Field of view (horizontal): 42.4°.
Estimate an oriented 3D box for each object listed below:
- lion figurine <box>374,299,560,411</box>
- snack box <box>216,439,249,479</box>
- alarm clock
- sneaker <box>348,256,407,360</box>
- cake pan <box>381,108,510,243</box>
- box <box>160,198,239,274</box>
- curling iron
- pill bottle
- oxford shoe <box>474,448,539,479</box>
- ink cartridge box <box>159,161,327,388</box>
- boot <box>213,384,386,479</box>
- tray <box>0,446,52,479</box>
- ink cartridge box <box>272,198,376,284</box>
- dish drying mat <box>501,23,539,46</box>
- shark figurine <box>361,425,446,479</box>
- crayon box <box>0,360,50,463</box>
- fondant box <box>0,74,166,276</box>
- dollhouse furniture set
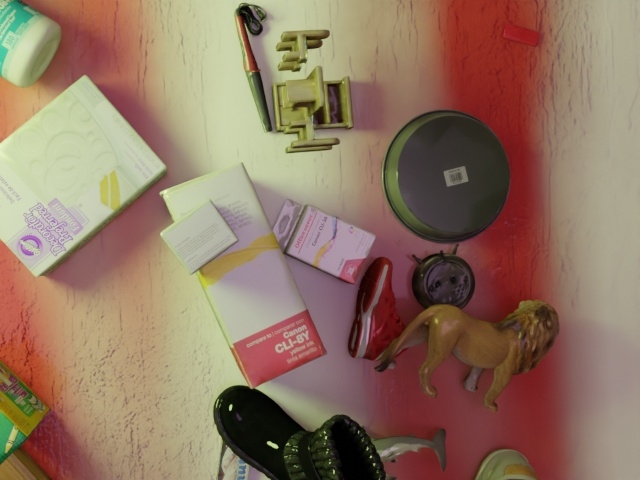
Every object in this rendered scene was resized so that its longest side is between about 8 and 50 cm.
[{"bbox_3d":[0.311,0.207,1.691,0.392,0.142,0.240,15,108,-32],"label":"lion figurine"},{"bbox_3d":[-0.178,0.462,1.700,0.064,0.022,0.178,8,88,-11],"label":"snack box"},{"bbox_3d":[0.270,0.111,1.764,0.129,0.064,0.192,-14,95,-10],"label":"alarm clock"},{"bbox_3d":[0.144,0.150,1.740,0.128,0.087,0.221,14,99,-18],"label":"sneaker"},{"bbox_3d":[0.279,-0.140,1.770,0.293,0.054,0.293,0,90,-10],"label":"cake pan"},{"bbox_3d":[-0.202,-0.006,1.379,0.101,0.102,0.087,-36,96,-7],"label":"box"},{"bbox_3d":[-0.130,-0.361,1.710,0.068,0.035,0.274,-8,91,-10],"label":"curling iron"},{"bbox_3d":[-0.642,-0.416,1.565,0.264,0.146,0.146,30,85,-8],"label":"pill bottle"},{"bbox_3d":[0.357,0.667,1.740,0.169,0.130,0.449,17,88,-11],"label":"oxford shoe"},{"bbox_3d":[-0.152,0.060,1.578,0.160,0.279,0.385,-24,94,-9],"label":"ink cartridge box"},{"bbox_3d":[-0.043,0.384,1.582,0.348,0.260,0.131,42,58,4],"label":"boot"},{"bbox_3d":[-0.714,0.416,1.583,0.203,0.076,0.411,-41,97,-8],"label":"tray"},{"bbox_3d":[0.000,0.000,1.712,0.198,0.067,0.115,24,86,-8],"label":"ink cartridge box"},{"bbox_3d":[0.443,-0.454,1.824,0.083,0.008,0.032,11,88,-10],"label":"dish drying mat"},{"bbox_3d":[0.130,0.429,1.720,0.278,0.116,0.166,-22,127,-2],"label":"shark figurine"},{"bbox_3d":[-0.596,0.301,1.499,0.081,0.278,0.165,-45,96,-9],"label":"crayon box"},{"bbox_3d":[-0.501,-0.123,1.614,0.330,0.096,0.238,-42,96,-7],"label":"fondant box"},{"bbox_3d":[0.001,-0.284,1.627,0.161,0.242,0.212,-5,91,-10],"label":"dollhouse furniture set"}]
